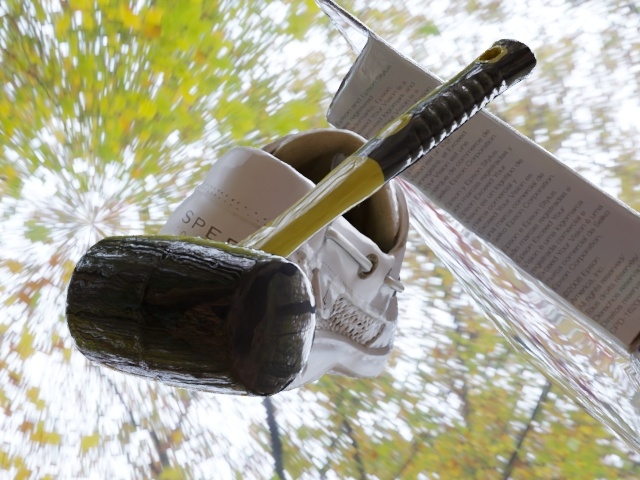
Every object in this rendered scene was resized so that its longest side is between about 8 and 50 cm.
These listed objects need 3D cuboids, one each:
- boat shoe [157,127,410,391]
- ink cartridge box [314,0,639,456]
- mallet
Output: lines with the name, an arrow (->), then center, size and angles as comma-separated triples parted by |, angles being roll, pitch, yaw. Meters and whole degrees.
boat shoe -> 0.000, 0.000, 0.696 | 0.098, 0.277, 0.096 | 29, -84, 7
ink cartridge box -> 0.132, 0.024, 0.963 | 0.071, 0.330, 0.324 | -47, -40, -4
mallet -> 0.016, -0.015, 0.457 | 0.190, 0.062, 0.039 | -34, -58, -36
